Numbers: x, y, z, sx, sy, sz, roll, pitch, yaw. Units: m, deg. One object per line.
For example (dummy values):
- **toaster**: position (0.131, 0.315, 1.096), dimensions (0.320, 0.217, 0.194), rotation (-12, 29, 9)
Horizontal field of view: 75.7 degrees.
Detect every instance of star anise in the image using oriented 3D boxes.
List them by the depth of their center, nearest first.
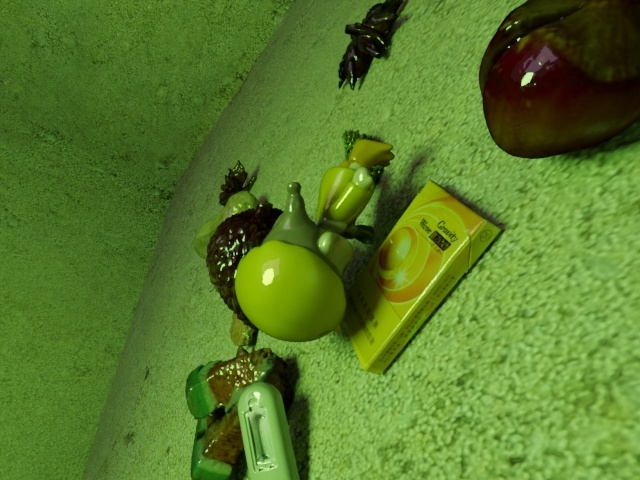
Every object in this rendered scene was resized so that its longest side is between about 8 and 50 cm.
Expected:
- **star anise**: position (0.099, -0.518, 1.060), dimensions (0.272, 0.103, 0.271), rotation (-45, 31, 38)
- **star anise**: position (-0.318, -0.175, 1.500), dimensions (0.212, 0.111, 0.196), rotation (-41, 30, 52)

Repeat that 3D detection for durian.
- **durian**: position (0.074, -0.176, 0.861), dimensions (0.100, 0.086, 0.215), rotation (124, 152, -47)

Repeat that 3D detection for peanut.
- **peanut**: position (-0.301, -0.041, 1.335), dimensions (0.306, 0.147, 0.146), rotation (-37, 39, 37)

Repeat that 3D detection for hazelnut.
- **hazelnut**: position (0.268, -0.183, 0.450), dimensions (0.178, 0.178, 0.203), rotation (-32, 37, 46)

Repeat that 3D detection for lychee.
- **lychee**: position (-0.119, 0.053, 0.851), dimensions (0.236, 0.236, 0.271), rotation (21, 117, 62)

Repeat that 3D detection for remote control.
- **remote control**: position (-0.084, 0.342, 0.664), dimensions (0.078, 0.042, 0.221), rotation (-22, 66, 14)

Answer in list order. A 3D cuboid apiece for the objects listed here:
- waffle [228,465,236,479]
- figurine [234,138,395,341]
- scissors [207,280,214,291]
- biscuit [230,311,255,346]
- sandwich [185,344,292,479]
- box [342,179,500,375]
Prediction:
- **waffle**: position (-0.219, 0.504, 0.875), dimensions (0.135, 0.021, 0.092), rotation (-53, 30, 22)
- **figurine**: position (0.000, 0.000, 0.672), dimensions (0.343, 0.187, 0.215), rotation (-61, -10, -21)
- **scissors**: position (-0.342, 0.128, 1.402), dimensions (0.189, 0.015, 0.100), rotation (-8, 63, 56)
- **biscuit**: position (-0.181, 0.167, 1.063), dimensions (0.145, 0.033, 0.224), rotation (-23, 44, 52)
- **sandwich**: position (-0.184, 0.310, 0.815), dimensions (0.301, 0.162, 0.250), rotation (-45, 28, 29)
- **box**: position (0.127, 0.051, 0.616), dimensions (0.269, 0.044, 0.152), rotation (-57, 28, 17)
